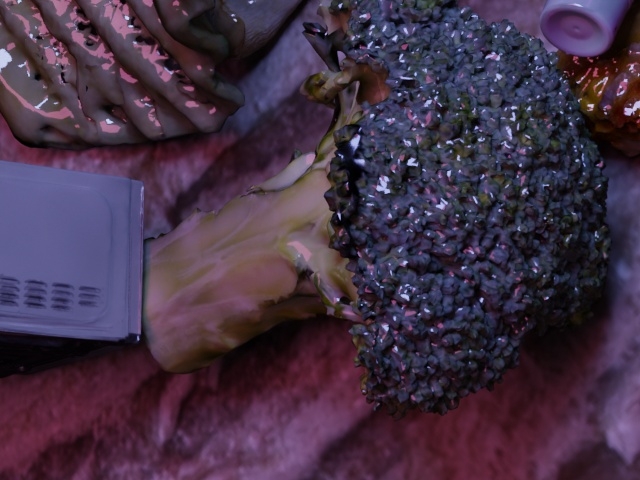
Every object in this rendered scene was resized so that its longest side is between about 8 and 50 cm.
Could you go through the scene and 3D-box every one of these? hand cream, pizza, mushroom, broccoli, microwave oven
[{"bbox_3d":[0.182,-0.189,1.182,0.076,0.047,0.174,4,52,34],"label":"hand cream"},{"bbox_3d":[0.239,-0.098,1.142,0.246,0.058,0.127,19,92,38],"label":"pizza"},{"bbox_3d":[-0.014,-0.213,1.346,0.202,0.054,0.059,-50,56,10],"label":"mushroom"},{"bbox_3d":[0.014,0.018,1.191,0.252,0.221,0.361,52,135,15],"label":"broccoli"},{"bbox_3d":[-0.230,0.027,1.337,0.208,0.162,0.122,-19,69,58],"label":"microwave oven"}]

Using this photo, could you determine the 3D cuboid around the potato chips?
[{"bbox_3d":[-0.163,-0.252,1.350,0.373,0.097,0.389,-15,88,58],"label":"potato chips"}]
